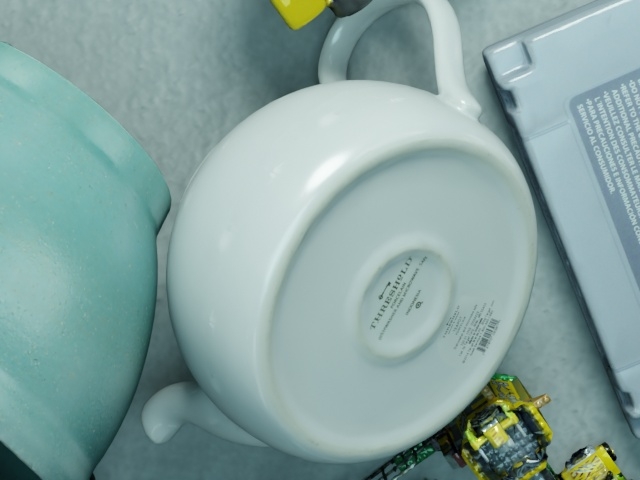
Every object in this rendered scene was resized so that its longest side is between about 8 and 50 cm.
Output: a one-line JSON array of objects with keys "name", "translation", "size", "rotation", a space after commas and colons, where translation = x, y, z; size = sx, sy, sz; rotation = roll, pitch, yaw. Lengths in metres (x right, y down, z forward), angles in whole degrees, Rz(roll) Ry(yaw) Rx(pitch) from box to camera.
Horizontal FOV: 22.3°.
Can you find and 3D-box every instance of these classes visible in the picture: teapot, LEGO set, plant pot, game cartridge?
[{"name": "teapot", "translation": [0.000, 0.000, 1.022], "size": [0.256, 0.187, 0.253], "rotation": [-28, 125, -24]}, {"name": "LEGO set", "translation": [0.080, 0.259, 1.074], "size": [0.331, 0.192, 0.255], "rotation": [-27, 103, 3]}, {"name": "plant pot", "translation": [-0.211, 0.003, 0.972], "size": [0.293, 0.293, 0.196], "rotation": [40, 71, -11]}, {"name": "game cartridge", "translation": [0.250, -0.031, 1.091], "size": [0.196, 0.060, 0.294], "rotation": [-22, 104, 5]}]

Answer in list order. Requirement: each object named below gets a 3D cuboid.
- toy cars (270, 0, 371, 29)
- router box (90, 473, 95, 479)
[{"name": "toy cars", "translation": [0.047, -0.319, 0.996], "size": [0.176, 0.087, 0.394], "rotation": [10, 99, -18]}, {"name": "router box", "translation": [-0.211, 0.198, 1.092], "size": [0.122, 0.092, 0.038], "rotation": [-10, 104, -2]}]
